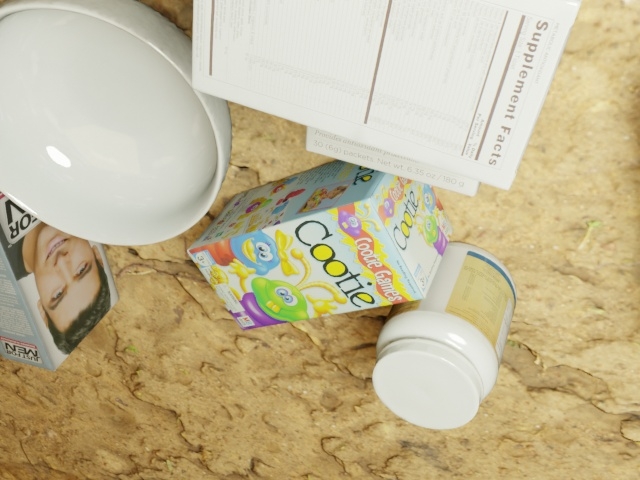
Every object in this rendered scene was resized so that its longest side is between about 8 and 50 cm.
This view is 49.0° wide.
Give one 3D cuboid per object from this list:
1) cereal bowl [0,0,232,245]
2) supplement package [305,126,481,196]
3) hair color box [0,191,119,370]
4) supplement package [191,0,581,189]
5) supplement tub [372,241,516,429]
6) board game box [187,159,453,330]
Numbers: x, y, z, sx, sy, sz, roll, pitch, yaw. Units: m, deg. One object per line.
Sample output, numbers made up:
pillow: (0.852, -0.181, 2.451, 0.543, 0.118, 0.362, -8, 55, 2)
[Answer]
cereal bowl: (-0.265, -0.161, 0.869, 0.339, 0.141, 0.339, 6, 133, 6)
supplement package: (0.103, -0.222, 0.635, 0.178, 0.175, 0.293, 17, 130, 15)
hair color box: (-0.444, -0.004, 1.068, 0.114, 0.185, 0.374, 10, 128, 19)
supplement package: (0.048, -0.157, 0.501, 0.244, 0.134, 0.139, 20, 130, 11)
supplement tub: (0.151, 0.111, 0.849, 0.144, 0.199, 0.144, 14, 130, 17)
board game box: (0.000, 0.000, 0.878, 0.275, 0.144, 0.142, -14, 118, 35)
